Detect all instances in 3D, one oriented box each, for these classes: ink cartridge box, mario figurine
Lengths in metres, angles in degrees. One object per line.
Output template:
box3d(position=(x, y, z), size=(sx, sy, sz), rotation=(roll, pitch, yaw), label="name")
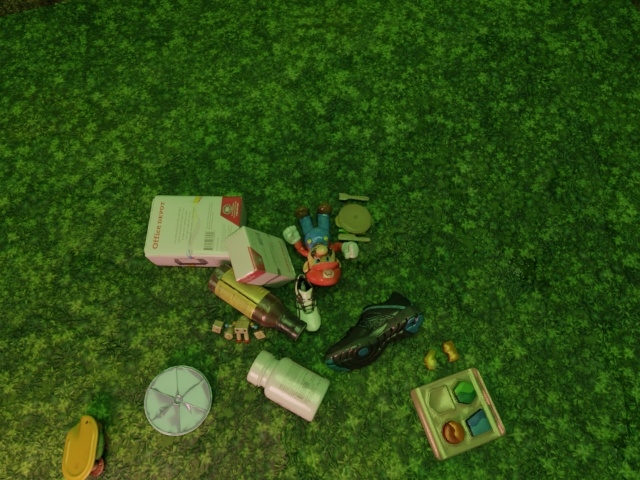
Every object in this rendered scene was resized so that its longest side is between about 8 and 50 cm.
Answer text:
box3d(position=(-0.418, -0.030, 1.489), size=(0.306, 0.131, 0.226), rotation=(1, 68, 2), label="ink cartridge box")
box3d(position=(-0.191, 0.059, 1.398), size=(0.092, 0.218, 0.159), rotation=(-30, 65, 23), label="ink cartridge box")
box3d(position=(0.000, 0.000, 1.427), size=(0.198, 0.170, 0.321), rotation=(-33, 48, 25), label="mario figurine")

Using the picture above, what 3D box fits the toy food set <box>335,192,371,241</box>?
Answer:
box3d(position=(0.119, -0.076, 1.559), size=(0.132, 0.038, 0.192), rotation=(6, 63, -5), label="toy food set")

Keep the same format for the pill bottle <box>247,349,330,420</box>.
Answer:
box3d(position=(-0.097, 0.429, 1.300), size=(0.229, 0.131, 0.131), rotation=(26, 70, 10), label="pill bottle")

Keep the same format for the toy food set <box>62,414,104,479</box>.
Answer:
box3d(position=(-0.682, 0.629, 1.264), size=(0.128, 0.071, 0.218), rotation=(-12, 64, 21), label="toy food set")

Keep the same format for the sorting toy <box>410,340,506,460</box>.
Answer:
box3d(position=(0.401, 0.477, 1.325), size=(0.229, 0.041, 0.307), rotation=(-18, 69, -7), label="sorting toy")

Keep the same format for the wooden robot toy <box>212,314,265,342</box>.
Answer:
box3d(position=(-0.260, 0.280, 1.411), size=(0.173, 0.076, 0.079), rotation=(3, 33, 2), label="wooden robot toy")

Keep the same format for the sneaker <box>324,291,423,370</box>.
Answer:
box3d(position=(0.157, 0.293, 1.381), size=(0.340, 0.125, 0.140), rotation=(-28, 43, -7), label="sneaker")

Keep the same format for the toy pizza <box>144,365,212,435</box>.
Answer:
box3d(position=(-0.434, 0.489, 1.326), size=(0.201, 0.032, 0.201), rotation=(2, 72, -5), label="toy pizza")

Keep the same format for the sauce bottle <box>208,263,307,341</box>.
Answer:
box3d(position=(-0.203, 0.207, 1.403), size=(0.344, 0.111, 0.111), rotation=(34, 72, 12), label="sauce bottle")

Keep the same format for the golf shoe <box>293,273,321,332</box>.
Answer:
box3d(position=(-0.048, 0.204, 1.412), size=(0.077, 0.094, 0.198), rotation=(-16, 70, -7), label="golf shoe")
